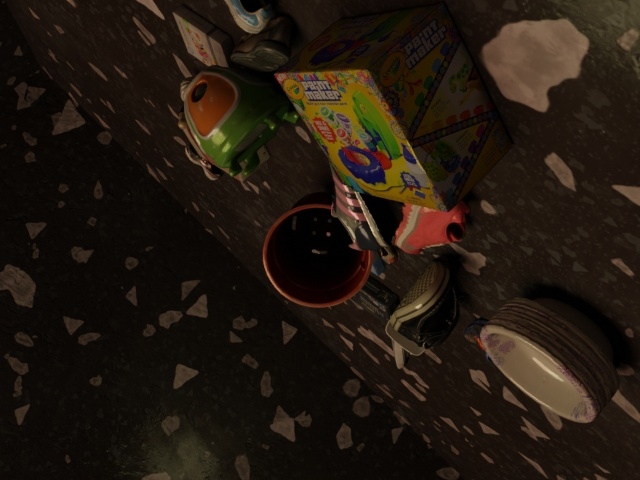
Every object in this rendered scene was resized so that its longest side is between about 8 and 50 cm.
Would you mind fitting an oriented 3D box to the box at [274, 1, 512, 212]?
[{"bbox_3d":[0.119,-0.225,1.157,0.290,0.177,0.279,19,149,57],"label":"box"}]

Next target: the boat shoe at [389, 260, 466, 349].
[{"bbox_3d":[0.287,0.181,1.763,0.156,0.186,0.500,37,168,11],"label":"boat shoe"}]

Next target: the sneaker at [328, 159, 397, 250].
[{"bbox_3d":[0.058,-0.114,1.558,0.131,0.112,0.318,-15,105,38],"label":"sneaker"}]

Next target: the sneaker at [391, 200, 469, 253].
[{"bbox_3d":[0.242,-0.024,1.464,0.136,0.116,0.314,36,164,15],"label":"sneaker"}]

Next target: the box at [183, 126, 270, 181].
[{"bbox_3d":[-0.291,-0.305,2.073,0.232,0.127,0.148,32,160,38],"label":"box"}]

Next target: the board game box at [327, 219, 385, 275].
[{"bbox_3d":[0.091,0.007,2.055,0.212,0.039,0.160,31,159,40],"label":"board game box"}]

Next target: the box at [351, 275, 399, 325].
[{"bbox_3d":[0.164,0.183,2.275,0.233,0.059,0.183,36,163,28],"label":"box"}]

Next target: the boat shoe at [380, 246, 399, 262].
[{"bbox_3d":[0.184,0.026,1.863,0.049,0.043,0.137,34,162,29],"label":"boat shoe"}]

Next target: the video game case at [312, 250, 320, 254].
[{"bbox_3d":[-0.049,0.018,2.484,0.122,0.011,0.087,42,164,10],"label":"video game case"}]

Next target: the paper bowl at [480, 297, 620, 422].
[{"bbox_3d":[0.490,0.233,1.422,0.284,0.148,0.284,40,164,14],"label":"paper bowl"}]

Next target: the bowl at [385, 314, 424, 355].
[{"bbox_3d":[0.286,0.263,2.077,0.142,0.142,0.053,37,-157,11],"label":"bowl"}]

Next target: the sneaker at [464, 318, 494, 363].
[{"bbox_3d":[0.442,0.267,1.739,0.083,0.087,0.221,53,162,-23],"label":"sneaker"}]

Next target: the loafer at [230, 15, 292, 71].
[{"bbox_3d":[-0.119,-0.424,1.474,0.096,0.084,0.267,18,-179,-26],"label":"loafer"}]

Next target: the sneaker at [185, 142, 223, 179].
[{"bbox_3d":[-0.426,-0.305,2.553,0.077,0.072,0.178,1,143,52],"label":"sneaker"}]

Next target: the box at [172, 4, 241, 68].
[{"bbox_3d":[-0.287,-0.501,1.735,0.186,0.038,0.145,39,163,23],"label":"box"}]

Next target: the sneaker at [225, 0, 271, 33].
[{"bbox_3d":[-0.183,-0.527,1.360,0.237,0.085,0.086,49,138,-2],"label":"sneaker"}]

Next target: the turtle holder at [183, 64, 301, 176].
[{"bbox_3d":[-0.192,-0.320,1.665,0.227,0.320,0.243,44,132,1],"label":"turtle holder"}]

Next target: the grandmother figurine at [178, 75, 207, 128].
[{"bbox_3d":[-0.307,-0.356,1.924,0.342,0.208,0.104,55,129,36],"label":"grandmother figurine"}]

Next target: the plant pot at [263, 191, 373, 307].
[{"bbox_3d":[0.000,0.000,1.791,0.272,0.272,0.265,49,-166,-12],"label":"plant pot"}]

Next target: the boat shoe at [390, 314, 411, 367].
[{"bbox_3d":[0.291,0.332,2.253,0.301,0.102,0.108,79,-177,-50],"label":"boat shoe"}]
